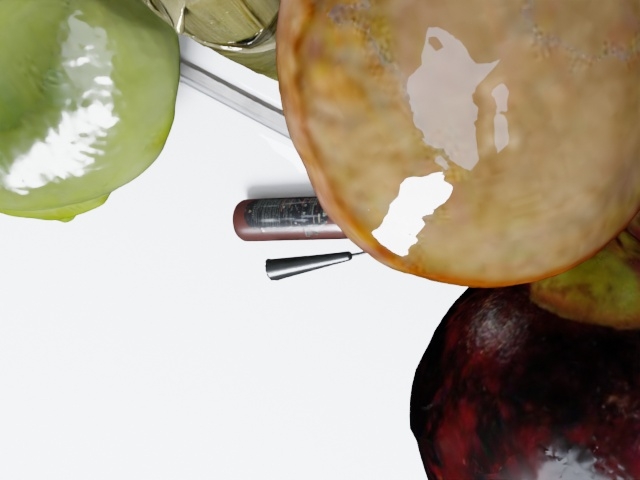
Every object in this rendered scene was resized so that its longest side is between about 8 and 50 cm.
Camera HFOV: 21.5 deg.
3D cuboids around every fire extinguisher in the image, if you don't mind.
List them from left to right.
[{"bbox_3d":[-0.003,-0.002,0.931,0.100,0.046,0.032,0,139,27],"label":"fire extinguisher"}]

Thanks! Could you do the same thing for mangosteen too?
[{"bbox_3d":[0.145,0.080,0.833,0.210,0.210,0.209,13,131,15],"label":"mangosteen"}]

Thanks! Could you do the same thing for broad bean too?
[{"bbox_3d":[-0.145,-0.076,0.911,0.124,0.082,0.174,43,133,-10],"label":"broad bean"}]

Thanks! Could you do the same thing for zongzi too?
[{"bbox_3d":[-0.057,-0.148,0.840,0.078,0.176,0.160,-41,67,8],"label":"zongzi"}]

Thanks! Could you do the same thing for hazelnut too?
[{"bbox_3d":[0.067,-0.083,0.741,0.176,0.214,0.214,-5,131,-10],"label":"hazelnut"}]
